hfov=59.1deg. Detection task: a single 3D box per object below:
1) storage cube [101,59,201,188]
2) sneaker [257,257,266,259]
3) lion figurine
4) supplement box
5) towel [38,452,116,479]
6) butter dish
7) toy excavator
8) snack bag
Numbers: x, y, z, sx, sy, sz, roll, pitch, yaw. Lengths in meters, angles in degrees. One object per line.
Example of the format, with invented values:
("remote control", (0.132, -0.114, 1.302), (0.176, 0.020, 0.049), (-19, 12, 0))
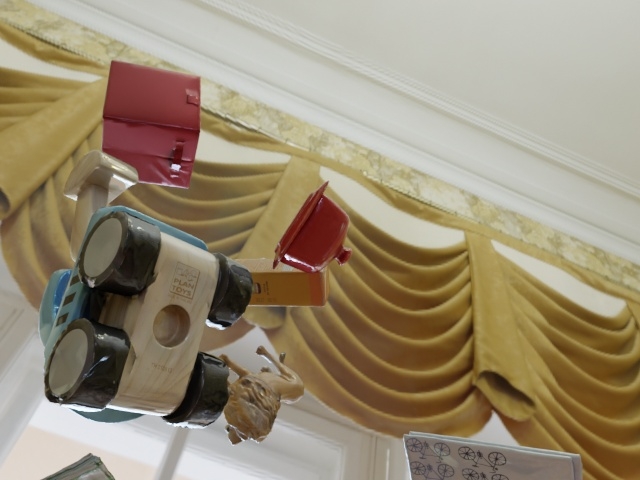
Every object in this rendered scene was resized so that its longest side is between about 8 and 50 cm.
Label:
("storage cube", (-0.371, -0.251, 1.237), (0.193, 0.215, 0.184), (6, -38, -18))
("sneaker", (-0.158, 0.068, 1.200), (0.069, 0.098, 0.038), (-8, -78, 18))
("lion figurine", (-0.139, 0.402, 1.526), (0.240, 0.392, 0.142), (30, -70, 28))
("supplement box", (-0.102, 0.080, 1.099), (0.233, 0.080, 0.078), (-1, -68, 9))
("towel", (-0.318, 0.338, 0.731), (0.113, 0.023, 0.152), (-22, -43, -16))
("butter dish", (0.000, 0.000, 0.965), (0.118, 0.160, 0.160), (33, -12, -2))
("toy excavator", (-0.329, 0.043, 0.887), (0.445, 0.433, 0.222), (-1, -20, 41))
("snack bag", (0.333, 0.535, 1.086), (0.323, 0.037, 0.343), (-2, -73, 28))
